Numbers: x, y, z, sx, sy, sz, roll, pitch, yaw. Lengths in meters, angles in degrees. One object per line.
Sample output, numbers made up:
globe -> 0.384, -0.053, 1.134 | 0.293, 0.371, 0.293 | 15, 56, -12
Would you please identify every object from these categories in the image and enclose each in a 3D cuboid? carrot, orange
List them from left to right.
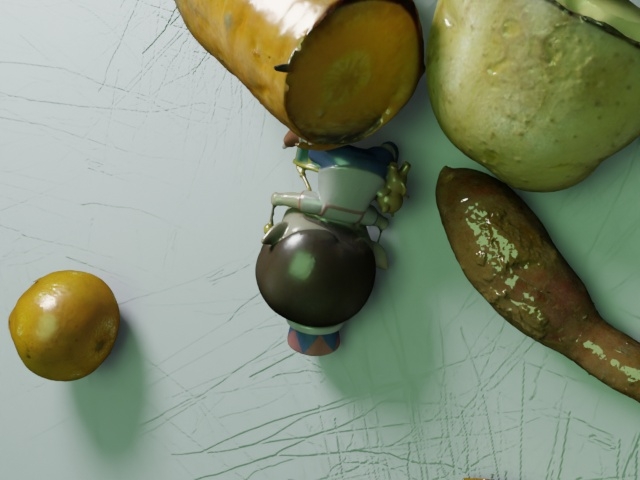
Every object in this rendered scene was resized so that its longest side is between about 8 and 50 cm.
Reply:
orange -> -0.346, 0.112, 1.369 | 0.134, 0.154, 0.155 | 23, 99, 14
carrot -> -0.038, -0.279, 1.162 | 0.224, 0.224, 0.341 | -53, 49, 16

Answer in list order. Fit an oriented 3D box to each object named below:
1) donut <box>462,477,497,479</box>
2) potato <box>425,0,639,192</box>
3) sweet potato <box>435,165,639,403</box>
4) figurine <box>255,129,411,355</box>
donut -> 0.244, 0.382, 1.115 | 0.152, 0.101, 0.259 | -16, 78, 19
potato -> 0.224, -0.174, 1.070 | 0.285, 0.242, 0.242 | 29, 102, 1
sweet potato -> 0.253, 0.066, 1.109 | 0.109, 0.109, 0.385 | -46, 76, 18
figurine -> 0.002, 0.002, 1.210 | 0.161, 0.158, 0.276 | 16, 97, -16
